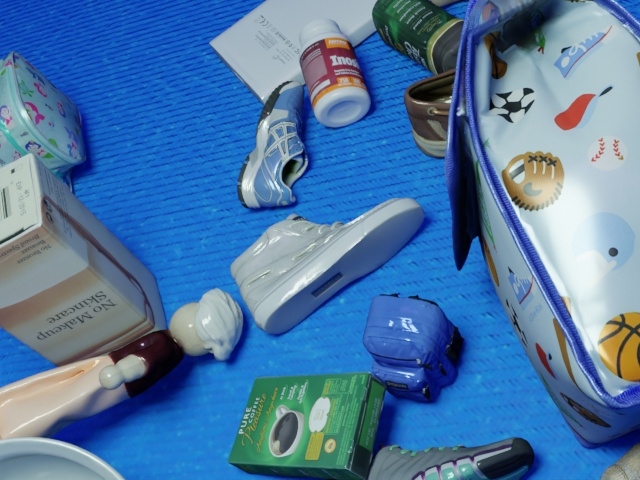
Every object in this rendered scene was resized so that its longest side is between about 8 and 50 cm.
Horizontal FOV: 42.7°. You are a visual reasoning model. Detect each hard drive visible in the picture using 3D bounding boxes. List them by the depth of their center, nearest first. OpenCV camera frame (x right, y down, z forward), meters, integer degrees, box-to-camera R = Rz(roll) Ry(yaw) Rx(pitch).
[{"bbox_3d":[-0.015,-0.364,1.357,0.307,0.040,0.203,-37,51,-4],"label":"hard drive"}]

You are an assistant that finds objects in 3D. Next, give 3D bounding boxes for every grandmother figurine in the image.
[{"bbox_3d":[-0.248,0.162,1.011,0.342,0.104,0.208,-28,6,-19],"label":"grandmother figurine"}]

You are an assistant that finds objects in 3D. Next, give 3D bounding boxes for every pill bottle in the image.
[{"bbox_3d":[0.016,-0.252,1.220,0.086,0.086,0.152,-21,64,9],"label":"pill bottle"}]

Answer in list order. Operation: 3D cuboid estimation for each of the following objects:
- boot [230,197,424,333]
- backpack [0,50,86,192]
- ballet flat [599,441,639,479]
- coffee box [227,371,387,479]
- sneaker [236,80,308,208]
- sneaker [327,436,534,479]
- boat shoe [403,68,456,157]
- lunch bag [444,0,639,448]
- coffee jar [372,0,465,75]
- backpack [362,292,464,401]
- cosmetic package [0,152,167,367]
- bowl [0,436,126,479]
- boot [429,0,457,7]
[{"bbox_3d":[0.000,0.000,1.062,0.258,0.095,0.123,-35,58,-1],"label":"boot"},{"bbox_3d":[-0.493,-0.154,1.307,0.191,0.225,0.254,-22,55,15],"label":"backpack"},{"bbox_3d":[0.400,0.265,0.704,0.316,0.108,0.106,29,59,35],"label":"ballet flat"},{"bbox_3d":[-0.017,0.209,0.927,0.184,0.040,0.113,-12,50,40],"label":"coffee box"},{"bbox_3d":[-0.052,-0.138,1.202,0.081,0.080,0.211,8,70,21],"label":"sneaker"},{"bbox_3d":[0.107,0.238,0.863,0.223,0.083,0.098,-26,46,6],"label":"sneaker"},{"bbox_3d":[0.275,-0.207,1.067,0.341,0.123,0.123,-11,54,16],"label":"boat shoe"},{"bbox_3d":[0.245,-0.024,0.776,0.238,0.328,0.386,-24,68,4],"label":"lunch bag"},{"bbox_3d":[0.160,-0.297,1.198,0.079,0.096,0.184,-42,51,-4],"label":"coffee jar"},{"bbox_3d":[0.103,0.119,0.920,0.097,0.120,0.101,1,58,24],"label":"backpack"},{"bbox_3d":[-0.337,0.047,1.051,0.153,0.296,0.129,-28,52,5],"label":"cosmetic package"},{"bbox_3d":[-0.302,0.359,0.891,0.297,0.134,0.298,0,81,3],"label":"bowl"},{"bbox_3d":[0.238,-0.386,1.260,0.118,0.042,0.087,-44,52,-11],"label":"boot"}]
